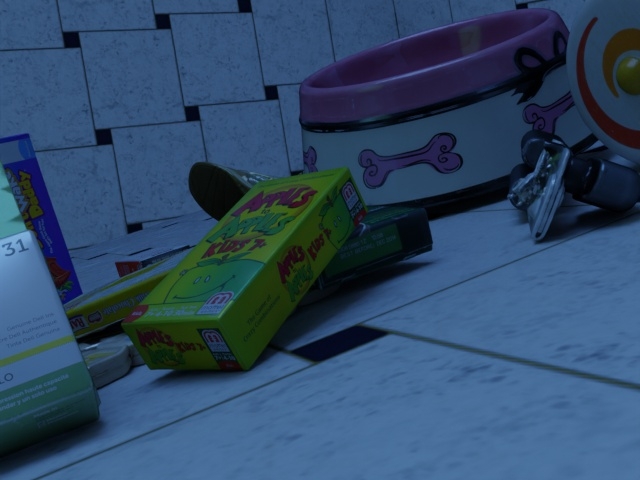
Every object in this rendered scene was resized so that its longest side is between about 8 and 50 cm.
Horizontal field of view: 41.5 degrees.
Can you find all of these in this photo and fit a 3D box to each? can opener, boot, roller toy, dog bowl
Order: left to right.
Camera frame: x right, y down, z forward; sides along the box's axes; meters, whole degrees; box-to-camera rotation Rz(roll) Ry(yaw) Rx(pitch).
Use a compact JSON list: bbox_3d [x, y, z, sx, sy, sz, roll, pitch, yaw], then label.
[{"bbox_3d":[-0.067,-0.068,1.221,0.213,0.077,0.165,22,24,25],"label":"boot"},{"bbox_3d":[0.153,-0.180,1.095,0.408,0.150,0.408,-15,18,5],"label":"dog bowl"},{"bbox_3d":[0.211,-0.051,0.751,0.093,0.074,0.280,18,13,4],"label":"can opener"},{"bbox_3d":[0.343,-0.177,0.818,0.146,0.209,0.191,-21,28,-26],"label":"roller toy"}]

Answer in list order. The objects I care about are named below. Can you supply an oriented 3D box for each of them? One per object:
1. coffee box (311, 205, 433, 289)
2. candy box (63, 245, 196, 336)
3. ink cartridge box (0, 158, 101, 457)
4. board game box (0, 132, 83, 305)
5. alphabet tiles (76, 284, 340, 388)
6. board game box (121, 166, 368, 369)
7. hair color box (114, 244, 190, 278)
[{"bbox_3d":[0.000,0.000,0.746,0.113,0.040,0.184,-18,12,-25],"label":"coffee box"},{"bbox_3d":[-0.167,0.046,0.742,0.206,0.027,0.105,-21,11,28],"label":"candy box"},{"bbox_3d":[-0.256,0.035,0.522,0.171,0.235,0.056,-20,-29,-19],"label":"ink cartridge box"},{"bbox_3d":[-0.476,0.019,1.097,0.347,0.233,0.078,-13,8,34],"label":"board game box"},{"bbox_3d":[-0.132,0.071,0.736,0.278,0.021,0.284,-10,9,43],"label":"alphabet tiles"},{"bbox_3d":[-0.048,0.017,0.603,0.092,0.043,0.181,-7,31,37],"label":"board game box"},{"bbox_3d":[-0.223,0.037,1.136,0.072,0.043,0.141,-20,6,-25],"label":"hair color box"}]
